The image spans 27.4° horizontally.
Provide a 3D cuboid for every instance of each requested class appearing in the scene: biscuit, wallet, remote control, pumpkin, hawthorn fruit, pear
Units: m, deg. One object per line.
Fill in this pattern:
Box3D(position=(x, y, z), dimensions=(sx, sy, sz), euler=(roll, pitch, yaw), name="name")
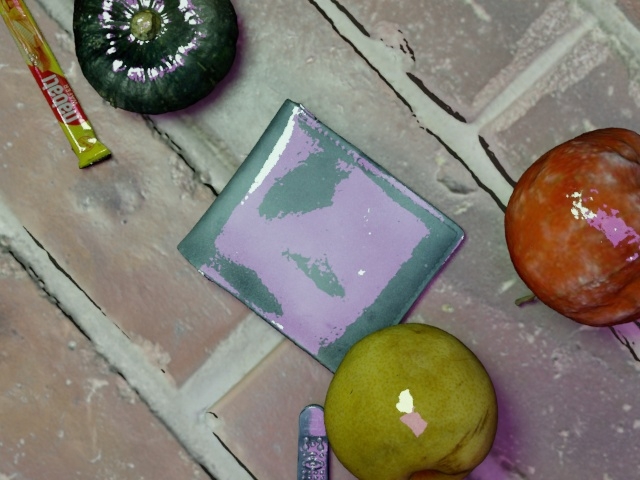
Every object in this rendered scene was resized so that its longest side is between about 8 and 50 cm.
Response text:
Box3D(position=(-0.359, -0.225, 1.709), dimensions=(0.048, 0.026, 0.292), euler=(-28, 87, -16), name="biscuit")
Box3D(position=(0.000, 0.000, 1.663), dimensions=(0.290, 0.054, 0.251), euler=(36, 94, 2), name="wallet")
Box3D(position=(-0.008, 0.284, 1.673), dimensions=(0.043, 0.027, 0.153), euler=(1, 91, -1), name="remote control")
Box3D(position=(-0.208, -0.260, 1.633), dimensions=(0.211, 0.152, 0.212), euler=(1, 76, -2), name="pumpkin")
Box3D(position=(0.320, 0.005, 1.574), dimensions=(0.242, 0.242, 0.271), euler=(49, 124, 4), name="hawthorn fruit")
Box3D(position=(0.106, 0.197, 1.580), dimensions=(0.208, 0.209, 0.209), euler=(0, 89, 5), name="pear")
